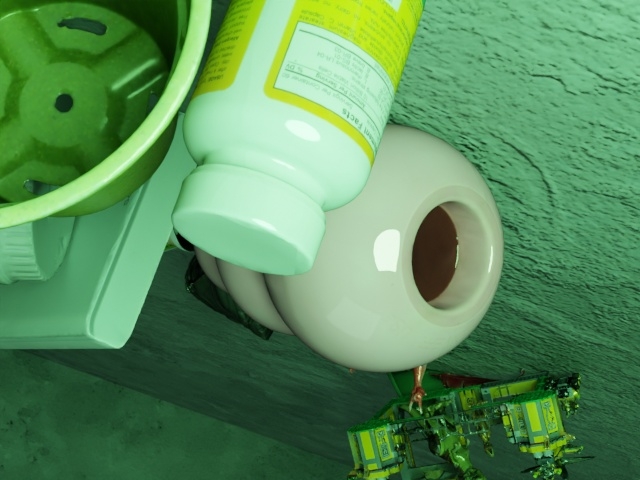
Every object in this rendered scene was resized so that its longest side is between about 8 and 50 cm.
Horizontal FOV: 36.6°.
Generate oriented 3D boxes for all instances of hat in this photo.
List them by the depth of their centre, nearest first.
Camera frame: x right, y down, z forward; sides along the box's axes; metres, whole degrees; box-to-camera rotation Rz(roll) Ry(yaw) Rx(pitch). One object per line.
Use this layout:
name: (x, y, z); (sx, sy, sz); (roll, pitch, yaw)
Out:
hat: (0.226, 0.227, 1.527); (0.173, 0.184, 0.208); (51, -173, -40)

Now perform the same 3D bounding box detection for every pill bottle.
pill bottle: (-0.014, -0.090, 0.591); (0.118, 0.208, 0.117); (16, 161, 6)

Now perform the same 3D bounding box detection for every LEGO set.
LEGO set: (0.209, 0.308, 1.312); (0.332, 0.192, 0.255); (-14, 179, 9)

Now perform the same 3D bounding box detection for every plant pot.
plant pot: (-0.200, -0.121, 0.649); (0.276, 0.276, 0.254); (18, 172, 1)

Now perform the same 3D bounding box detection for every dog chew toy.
dog chew toy: (0.000, 0.000, 0.866); (0.207, 0.206, 0.332); (33, 164, -36)

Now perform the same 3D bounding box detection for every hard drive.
hard drive: (-0.263, 0.002, 1.030); (0.047, 0.233, 0.353); (30, 158, -31)

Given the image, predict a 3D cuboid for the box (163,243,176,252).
box: (-0.258, -0.019, 1.269); (0.114, 0.036, 0.207); (28, 159, -25)

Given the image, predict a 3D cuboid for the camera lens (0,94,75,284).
camera lens: (-0.375, -0.075, 0.886); (0.275, 0.219, 0.219); (7, 161, -2)

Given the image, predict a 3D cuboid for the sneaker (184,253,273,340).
sneaker: (-0.120, 0.050, 1.244); (0.130, 0.109, 0.286); (21, 160, 11)

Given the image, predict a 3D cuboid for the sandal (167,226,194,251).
sandal: (-0.135, -0.028, 1.071); (0.265, 0.076, 0.102); (7, 158, 30)

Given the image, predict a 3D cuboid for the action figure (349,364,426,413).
action figure: (0.055, 0.148, 1.307); (0.280, 0.139, 0.091); (-3, 153, 42)
